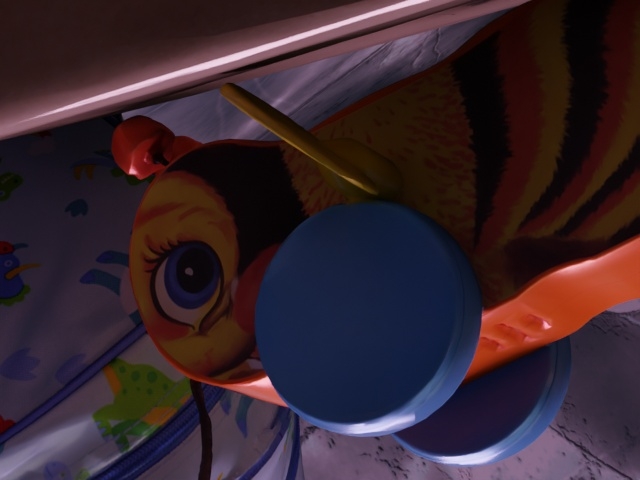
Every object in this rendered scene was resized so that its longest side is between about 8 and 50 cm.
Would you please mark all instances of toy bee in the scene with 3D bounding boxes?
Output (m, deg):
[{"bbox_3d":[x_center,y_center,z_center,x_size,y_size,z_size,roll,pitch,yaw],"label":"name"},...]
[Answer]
[{"bbox_3d":[0.000,0.000,0.589,0.298,0.162,0.195,-28,154,-4],"label":"toy bee"}]

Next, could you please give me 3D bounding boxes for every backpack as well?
[{"bbox_3d":[-0.169,0.050,0.784,0.290,0.355,0.273,-33,157,-32],"label":"backpack"}]

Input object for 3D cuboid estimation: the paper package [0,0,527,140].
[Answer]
[{"bbox_3d":[0.007,-0.149,0.618,0.309,0.168,0.325,-16,-175,21],"label":"paper package"}]
